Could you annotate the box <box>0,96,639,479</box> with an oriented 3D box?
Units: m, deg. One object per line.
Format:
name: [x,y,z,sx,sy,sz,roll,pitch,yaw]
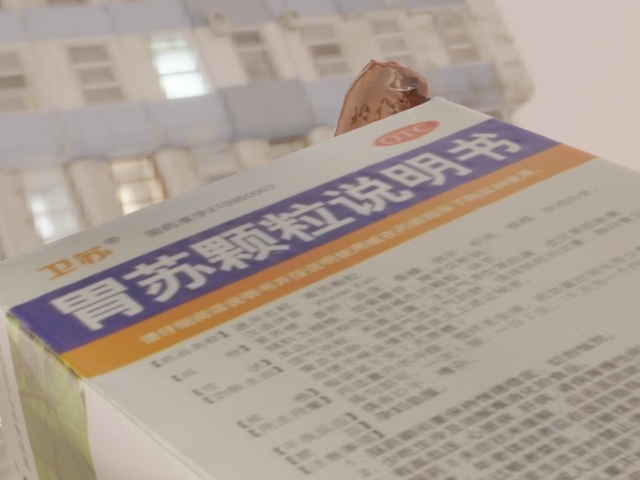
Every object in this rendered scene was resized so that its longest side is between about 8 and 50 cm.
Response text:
box: [0.051,0.066,0.463,0.299,0.200,0.106,27,-47,51]

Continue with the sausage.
sausage: [-0.001,0.000,0.718,0.177,0.047,0.040,-63,-151,0]
